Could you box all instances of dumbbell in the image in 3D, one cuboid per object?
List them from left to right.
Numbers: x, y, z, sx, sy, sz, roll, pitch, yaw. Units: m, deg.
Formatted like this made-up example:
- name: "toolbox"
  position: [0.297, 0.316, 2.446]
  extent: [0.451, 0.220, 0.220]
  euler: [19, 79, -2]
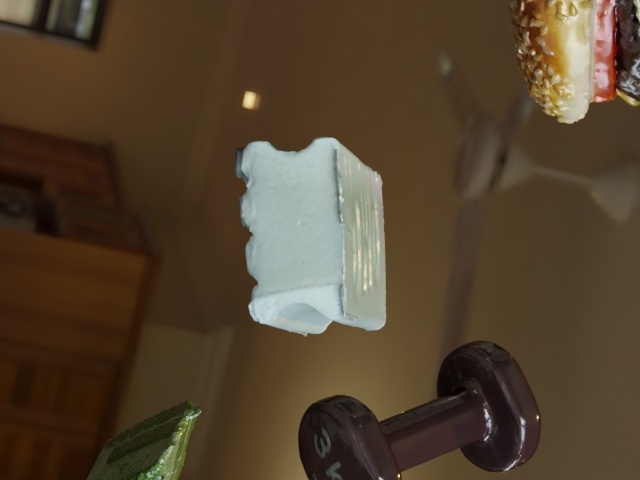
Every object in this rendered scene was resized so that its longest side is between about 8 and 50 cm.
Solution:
- name: "dumbbell"
  position: [0.099, 0.193, 1.920]
  extent: [0.124, 0.225, 0.140]
  euler: [-39, -107, 56]

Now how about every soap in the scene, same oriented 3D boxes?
- name: "soap"
  position: [0.000, 0.000, 1.619]
  extent: [0.261, 0.094, 0.150]
  euler: [28, 55, -81]

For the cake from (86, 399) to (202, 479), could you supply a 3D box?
- name: "cake"
  position: [-0.206, 0.245, 2.169]
  extent: [0.100, 0.099, 0.235]
  euler: [-62, 177, -31]

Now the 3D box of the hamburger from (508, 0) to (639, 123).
- name: "hamburger"
  position: [0.348, -0.309, 2.321]
  extent: [0.330, 0.250, 0.330]
  euler: [-9, 90, -82]
